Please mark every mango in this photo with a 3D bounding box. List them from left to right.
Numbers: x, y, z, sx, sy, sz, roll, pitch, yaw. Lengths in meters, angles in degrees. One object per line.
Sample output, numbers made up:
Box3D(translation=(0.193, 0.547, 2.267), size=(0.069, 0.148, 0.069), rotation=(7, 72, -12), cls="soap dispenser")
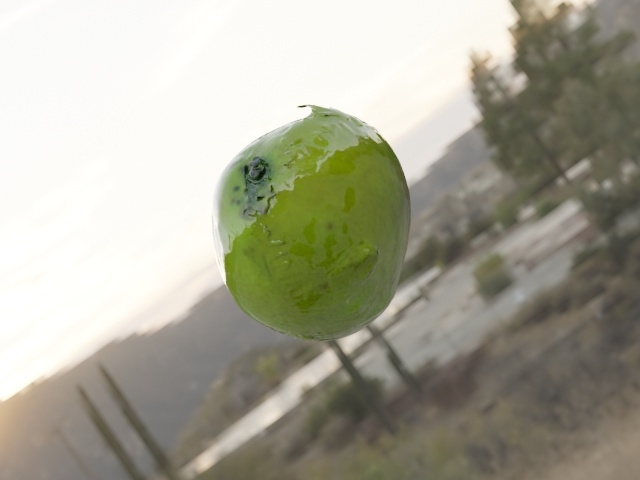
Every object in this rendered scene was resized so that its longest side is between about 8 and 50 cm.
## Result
Box3D(translation=(0.000, 0.001, 1.095), size=(0.119, 0.100, 0.178), rotation=(-26, -32, -2), cls="mango")
